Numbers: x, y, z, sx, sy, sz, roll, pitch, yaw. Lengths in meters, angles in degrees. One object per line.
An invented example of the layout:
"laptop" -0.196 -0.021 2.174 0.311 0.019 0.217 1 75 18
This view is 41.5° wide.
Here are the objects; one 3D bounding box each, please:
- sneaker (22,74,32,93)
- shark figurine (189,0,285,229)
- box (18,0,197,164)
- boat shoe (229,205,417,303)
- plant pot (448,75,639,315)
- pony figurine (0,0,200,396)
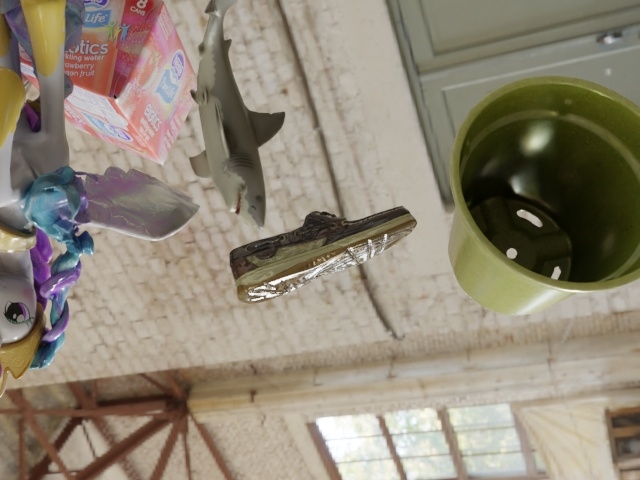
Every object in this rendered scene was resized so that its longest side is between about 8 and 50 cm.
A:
"sneaker" -0.475 -0.156 1.022 0.123 0.106 0.290 45 -129 -8
"shark figurine" -0.090 -0.165 0.985 0.166 0.116 0.279 21 119 61
"box" -0.275 -0.225 1.135 0.300 0.154 0.142 83 -149 -80
"boat shoe" 0.000 0.000 0.661 0.056 0.152 0.049 90 158 -69
"plant pot" 0.276 -0.026 1.080 0.254 0.275 0.276 100 169 -68
"pony figurine" -0.298 -0.071 0.852 0.351 0.302 0.364 -82 -6 -61
